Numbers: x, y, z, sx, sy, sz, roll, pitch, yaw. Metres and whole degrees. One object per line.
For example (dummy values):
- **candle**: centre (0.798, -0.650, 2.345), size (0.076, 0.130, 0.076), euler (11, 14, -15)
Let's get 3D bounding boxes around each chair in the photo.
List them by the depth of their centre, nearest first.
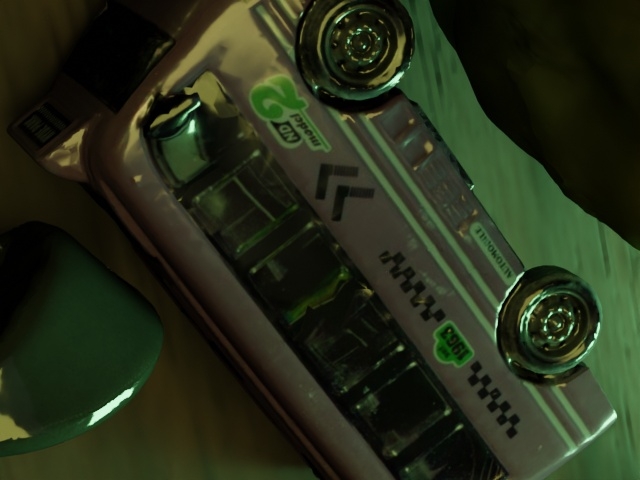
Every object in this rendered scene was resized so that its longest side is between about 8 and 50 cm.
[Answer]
- **chair**: centre (-0.150, -0.013, 0.471), size (0.221, 0.104, 0.095), euler (40, 109, -20)

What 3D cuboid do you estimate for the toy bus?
- **toy bus**: centre (0.000, 0.000, 0.536), size (0.098, 0.087, 0.178), euler (-39, 115, -6)

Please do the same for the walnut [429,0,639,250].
- **walnut**: centre (0.142, -0.126, 0.471), size (0.282, 0.277, 0.253), euler (-45, 102, -5)
